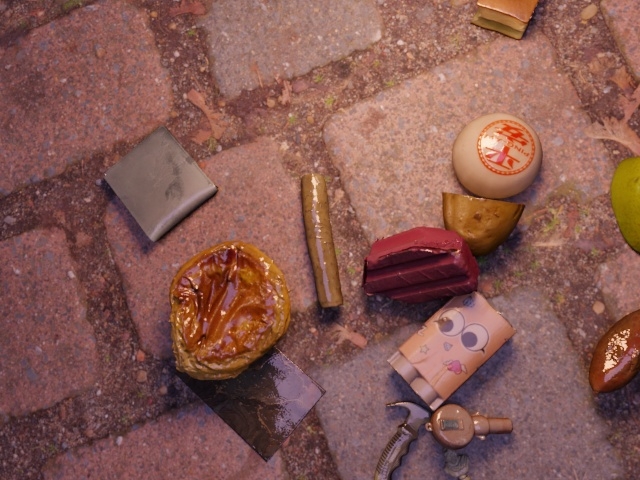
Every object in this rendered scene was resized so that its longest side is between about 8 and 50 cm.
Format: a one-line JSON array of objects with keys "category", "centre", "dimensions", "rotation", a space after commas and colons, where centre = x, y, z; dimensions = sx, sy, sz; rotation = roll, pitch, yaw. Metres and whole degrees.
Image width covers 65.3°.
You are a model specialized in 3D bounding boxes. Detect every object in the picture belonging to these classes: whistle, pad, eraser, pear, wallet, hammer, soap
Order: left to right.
[{"category": "wallet", "centre": [-0.476, -0.171, 1.483], "dimensions": [0.251, 0.054, 0.290], "rotation": [-39, 73, -4]}, {"category": "pad", "centre": [-0.202, 0.386, 1.374], "dimensions": [0.367, 0.007, 0.247], "rotation": [39, 88, 12]}, {"category": "hammer", "centre": [0.204, 0.523, 1.274], "dimensions": [0.159, 0.041, 0.226], "rotation": [29, 86, 12]}, {"category": "soap", "centre": [0.233, 0.069, 1.267], "dimensions": [0.289, 0.112, 0.182], "rotation": [-18, 115, 29]}, {"category": "eraser", "centre": [0.332, 0.270, 1.274], "dimensions": [0.290, 0.087, 0.171], "rotation": [-43, 73, 0]}, {"category": "whistle", "centre": [0.366, 0.458, 1.232], "dimensions": [0.220, 0.057, 0.107], "rotation": [3, 56, -7]}, {"category": "pear", "centre": [0.871, -0.069, 1.236], "dimensions": [0.288, 0.139, 0.239], "rotation": [23, 93, 13]}]

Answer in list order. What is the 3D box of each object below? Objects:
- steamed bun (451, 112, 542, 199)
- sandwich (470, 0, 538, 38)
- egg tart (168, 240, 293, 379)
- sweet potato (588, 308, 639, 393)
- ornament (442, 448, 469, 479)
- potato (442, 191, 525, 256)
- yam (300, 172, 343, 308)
[{"category": "steamed bun", "centre": [0.464, -0.228, 1.307], "dimensions": [0.232, 0.145, 0.232], "rotation": [-1, 80, 8]}, {"category": "sandwich", "centre": [0.529, -0.706, 1.394], "dimensions": [0.186, 0.108, 0.220], "rotation": [26, 87, 11]}, {"category": "egg tart", "centre": [-0.232, 0.181, 1.333], "dimensions": [0.339, 0.153, 0.351], "rotation": [-18, 77, 2]}, {"category": "sweet potato", "centre": [0.778, 0.221, 1.215], "dimensions": [0.385, 0.109, 0.109], "rotation": [-44, 78, -7]}, {"category": "ornament", "centre": [0.339, 0.559, 1.251], "dimensions": [0.092, 0.041, 0.068], "rotation": [36, 93, 3]}, {"category": "potato", "centre": [0.405, -0.037, 1.283], "dimensions": [0.203, 0.178, 0.158], "rotation": [3, 98, -15]}, {"category": "yam", "centre": [0.000, 0.000, 1.372], "dimensions": [0.083, 0.083, 0.371], "rotation": [-8, 79, 7]}]
